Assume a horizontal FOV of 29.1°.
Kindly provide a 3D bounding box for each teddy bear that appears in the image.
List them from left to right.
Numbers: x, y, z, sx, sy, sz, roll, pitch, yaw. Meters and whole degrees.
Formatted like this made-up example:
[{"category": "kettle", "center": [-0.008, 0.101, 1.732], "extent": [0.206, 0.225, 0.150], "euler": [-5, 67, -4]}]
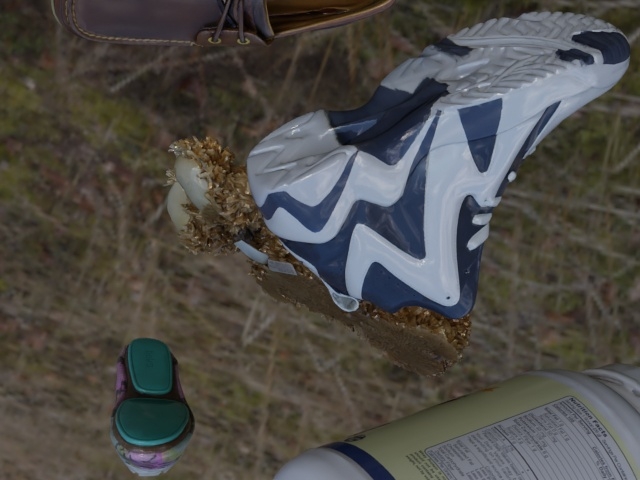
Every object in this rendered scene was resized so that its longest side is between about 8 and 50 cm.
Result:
[{"category": "teddy bear", "center": [0.000, 0.000, 1.168], "extent": [0.338, 0.113, 0.245], "euler": [23, 154, 13]}]

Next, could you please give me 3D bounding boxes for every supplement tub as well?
[{"category": "supplement tub", "center": [0.142, 0.238, 0.984], "extent": [0.325, 0.235, 0.235], "euler": [-15, 168, -27]}]

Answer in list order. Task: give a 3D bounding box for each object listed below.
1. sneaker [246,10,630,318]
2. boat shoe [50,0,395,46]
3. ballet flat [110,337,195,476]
[{"category": "sneaker", "center": [0.088, -0.032, 0.752], "extent": [0.153, 0.235, 0.094], "euler": [64, 176, -35]}, {"category": "boat shoe", "center": [-0.043, -0.128, 0.616], "extent": [0.178, 0.060, 0.064], "euler": [-11, 126, -18]}, {"category": "ballet flat", "center": [-0.160, 0.168, 1.141], "extent": [0.077, 0.079, 0.221], "euler": [6, -161, -13]}]
